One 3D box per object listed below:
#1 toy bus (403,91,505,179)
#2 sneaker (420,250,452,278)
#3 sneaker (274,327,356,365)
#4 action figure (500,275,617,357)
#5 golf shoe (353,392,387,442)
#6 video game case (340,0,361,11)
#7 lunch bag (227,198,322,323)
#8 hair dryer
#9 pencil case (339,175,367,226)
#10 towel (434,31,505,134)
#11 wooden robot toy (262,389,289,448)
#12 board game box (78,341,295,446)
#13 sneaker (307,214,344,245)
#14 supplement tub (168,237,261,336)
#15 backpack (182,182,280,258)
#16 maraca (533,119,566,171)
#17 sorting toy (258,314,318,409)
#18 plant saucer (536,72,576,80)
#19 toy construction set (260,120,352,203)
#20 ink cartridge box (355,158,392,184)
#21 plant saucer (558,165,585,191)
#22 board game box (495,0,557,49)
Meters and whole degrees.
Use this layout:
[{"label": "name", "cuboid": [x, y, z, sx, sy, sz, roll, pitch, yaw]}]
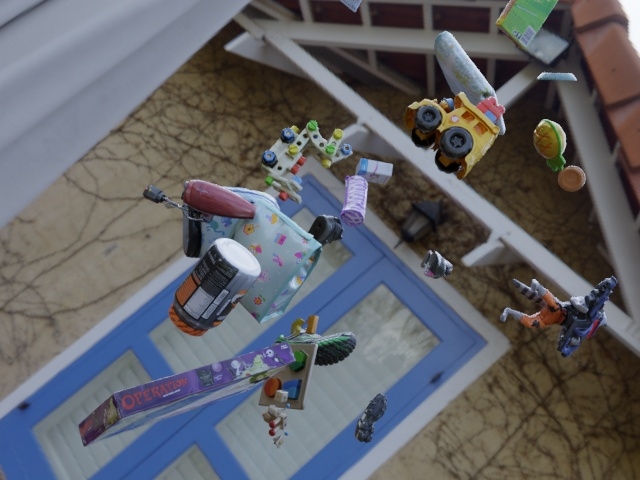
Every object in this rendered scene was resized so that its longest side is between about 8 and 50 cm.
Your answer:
[{"label": "toy bus", "cuboid": [0.354, -0.302, 1.569, 0.220, 0.211, 0.149, 46, -5, 12]}, {"label": "sneaker", "cuboid": [0.331, 0.071, 1.683, 0.077, 0.072, 0.178, 24, 12, -1]}, {"label": "sneaker", "cuboid": [-0.032, 0.379, 2.266, 0.134, 0.343, 0.146, 58, 28, -44]}, {"label": "action figure", "cuboid": [0.819, 0.206, 2.036, 0.330, 0.341, 0.178, 18, 31, -12]}, {"label": "golf shoe", "cuboid": [0.182, 0.668, 2.324, 0.077, 0.198, 0.094, 39, -26, -12]}, {"label": "video game case", "cuboid": [0.133, -0.947, 2.328, 0.087, 0.122, 0.011, 19, 15, -46]}, {"label": "lunch bag", "cuboid": [-0.139, 0.047, 1.632, 0.223, 0.262, 0.160, 40, 20, 17]}, {"label": "hair dryer", "cuboid": [-0.293, -0.100, 1.605, 0.293, 0.080, 0.223, 10, -9, 30]}, {"label": "pencil case", "cuboid": [0.117, -0.142, 2.128, 0.088, 0.086, 0.206, 32, 39, -23]}, {"label": "towel", "cuboid": [0.572, -0.580, 2.320, 0.320, 0.090, 0.374, 60, 12, 28]}, {"label": "wooden robot toy", "cuboid": [-0.142, 0.514, 1.777, 0.079, 0.076, 0.173, 12, -73, 33]}, {"label": "board game box", "cuboid": [-0.236, 0.275, 1.112, 0.208, 0.347, 0.056, -45, -116, 42]}, {"label": "sneaker", "cuboid": [0.000, 0.000, 2.106, 0.130, 0.227, 0.087, -1, 49, -44]}, {"label": "supplement tub", "cuboid": [-0.218, 0.098, 1.242, 0.117, 0.190, 0.117, 36, 18, -14]}, {"label": "backpack", "cuboid": [-0.312, -0.059, 2.247, 0.273, 0.355, 0.290, -132, -136, -57]}, {"label": "maraca", "cuboid": [0.799, -0.328, 2.119, 0.127, 0.099, 0.186, -147, -142, -83]}, {"label": "sorting toy", "cuboid": [-0.103, 0.394, 2.011, 0.229, 0.307, 0.041, -11, -31, 44]}, {"label": "plant saucer", "cuboid": [0.741, -0.514, 1.919, 0.119, 0.119, 0.021, -148, -124, -60]}, {"label": "toy construction set", "cuboid": [-0.062, -0.246, 1.924, 0.215, 0.328, 0.151, 37, -32, 2]}, {"label": "ink cartridge box", "cuboid": [0.197, -0.254, 2.256, 0.122, 0.052, 0.088, 9, -17, -6]}, {"label": "plant saucer", "cuboid": [0.816, -0.200, 1.990, 0.083, 0.083, 0.013, 47, 31, 16]}, {"label": "board game box", "cuboid": [0.599, -0.675, 1.689, 0.124, 0.259, 0.039, 28, 11, -34]}]
